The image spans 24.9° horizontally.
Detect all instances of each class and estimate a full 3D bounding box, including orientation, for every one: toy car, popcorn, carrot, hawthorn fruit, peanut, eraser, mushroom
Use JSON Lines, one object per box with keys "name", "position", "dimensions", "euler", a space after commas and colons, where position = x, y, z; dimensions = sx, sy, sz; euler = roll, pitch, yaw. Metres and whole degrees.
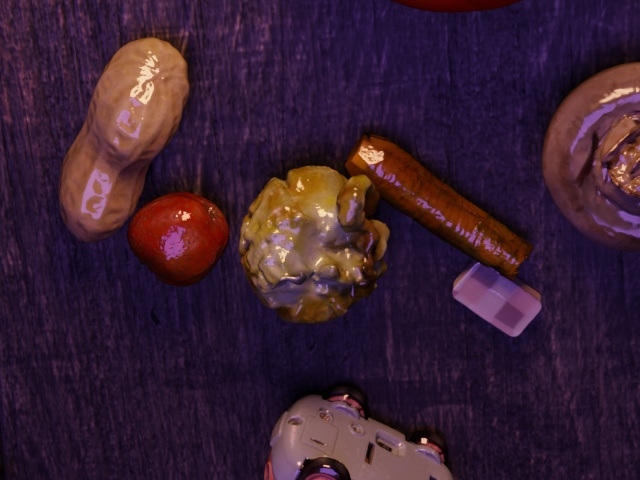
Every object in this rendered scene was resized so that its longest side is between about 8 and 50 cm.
{"name": "toy car", "position": [0.035, 0.341, 1.893], "dimensions": [0.270, 0.180, 0.212], "euler": [29, 121, -6]}
{"name": "popcorn", "position": [0.000, 0.000, 1.744], "dimensions": [0.212, 0.198, 0.198], "euler": [-26, 108, 38]}
{"name": "carrot", "position": [0.147, -0.040, 1.780], "dimensions": [0.260, 0.070, 0.070], "euler": [34, 111, -8]}
{"name": "hawthorn fruit", "position": [-0.176, -0.005, 1.804], "dimensions": [0.128, 0.128, 0.128], "euler": [2, 112, 5]}
{"name": "peanut", "position": [-0.240, -0.114, 1.764], "dimensions": [0.111, 0.125, 0.275], "euler": [13, 115, -29]}
{"name": "eraser", "position": [0.224, 0.070, 1.840], "dimensions": [0.105, 0.026, 0.065], "euler": [36, 113, -8]}
{"name": "mushroom", "position": [0.372, -0.092, 1.680], "dimensions": [0.226, 0.178, 0.227], "euler": [-1, 110, -4]}

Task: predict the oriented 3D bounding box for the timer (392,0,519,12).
{"name": "timer", "position": [0.139, -0.426, 1.497], "dimensions": [0.378, 0.279, 0.378], "euler": [14, 133, 15]}
